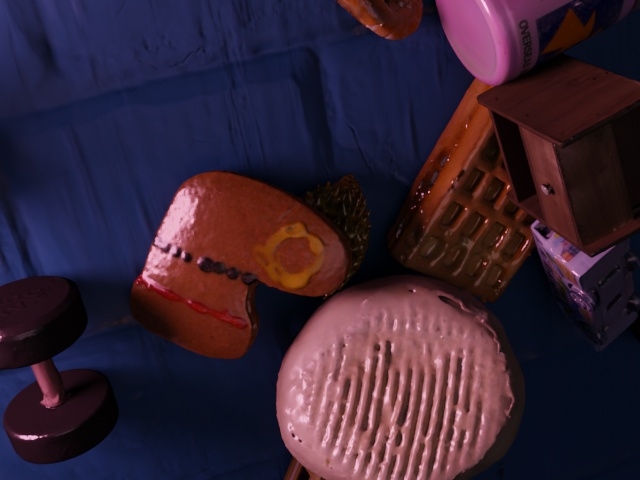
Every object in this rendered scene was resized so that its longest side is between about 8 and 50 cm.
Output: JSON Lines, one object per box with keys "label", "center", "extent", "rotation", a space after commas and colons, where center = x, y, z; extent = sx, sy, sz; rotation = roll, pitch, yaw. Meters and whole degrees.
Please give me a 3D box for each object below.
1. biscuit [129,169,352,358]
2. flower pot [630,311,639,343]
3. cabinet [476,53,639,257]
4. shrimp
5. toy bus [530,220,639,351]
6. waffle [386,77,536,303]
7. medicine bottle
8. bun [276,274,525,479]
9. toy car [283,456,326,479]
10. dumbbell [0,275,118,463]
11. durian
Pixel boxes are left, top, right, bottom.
{"label": "biscuit", "center": [-0.114, 0.051, 1.083], "extent": [0.262, 0.052, 0.277], "rotation": [30, 104, 1]}
{"label": "flower pot", "center": [0.620, 0.156, 1.435], "extent": [0.089, 0.111, 0.111], "rotation": [-28, 121, 12]}
{"label": "cabinet", "center": [0.330, -0.116, 1.025], "extent": [0.148, 0.215, 0.175], "rotation": [-29, 120, -5]}
{"label": "shrimp", "center": [0.074, -0.335, 1.043], "extent": [0.162, 0.045, 0.095], "rotation": [28, 101, -26]}
{"label": "toy bus", "center": [0.421, 0.061, 1.234], "extent": [0.109, 0.136, 0.330], "rotation": [-42, 145, -2]}
{"label": "waffle", "center": [0.262, -0.078, 1.199], "extent": [0.224, 0.098, 0.328], "rotation": [23, 106, -25]}
{"label": "medicine bottle", "center": [0.317, -0.347, 1.046], "extent": [0.290, 0.178, 0.178], "rotation": [-28, 119, -5]}
{"label": "bun", "center": [0.119, 0.222, 1.172], "extent": [0.359, 0.211, 0.360], "rotation": [-1, 76, 3]}
{"label": "toy car", "center": [-0.003, 0.410, 1.309], "extent": [0.101, 0.124, 0.257], "rotation": [14, 107, -23]}
{"label": "dumbbell", "center": [-0.372, 0.173, 1.054], "extent": [0.152, 0.152, 0.218], "rotation": [-16, 118, -12]}
{"label": "durian", "center": [-0.003, -0.001, 1.125], "extent": [0.108, 0.119, 0.187], "rotation": [12, 110, -28]}
